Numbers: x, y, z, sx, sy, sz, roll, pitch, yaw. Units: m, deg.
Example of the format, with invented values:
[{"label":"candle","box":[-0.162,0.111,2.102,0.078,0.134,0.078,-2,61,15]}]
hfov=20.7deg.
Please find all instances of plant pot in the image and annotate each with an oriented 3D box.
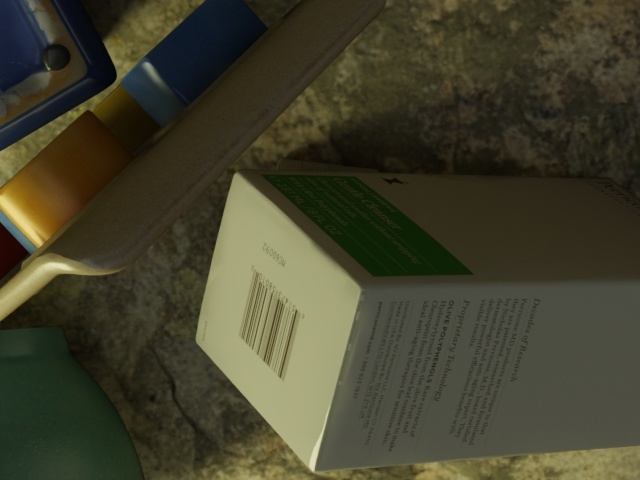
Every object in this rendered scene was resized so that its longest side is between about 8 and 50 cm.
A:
[{"label":"plant pot","box":[-0.293,-0.160,1.257,0.236,0.212,0.236,-31,111,-10]},{"label":"plant pot","box":[-0.286,0.171,1.421,0.293,0.293,0.196,-6,87,2]}]

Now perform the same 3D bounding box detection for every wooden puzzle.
[{"label":"wooden puzzle","box":[-0.148,-0.057,1.211,0.080,0.322,0.348,50,146,-11]}]

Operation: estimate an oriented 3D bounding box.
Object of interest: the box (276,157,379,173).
[{"label":"box","box":[0.000,0.000,1.421,0.087,0.102,0.101,7,115,-1]}]

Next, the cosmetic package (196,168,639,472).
[{"label":"cosmetic package","box":[0.117,0.054,1.317,0.365,0.197,0.155,-2,117,-34]}]
